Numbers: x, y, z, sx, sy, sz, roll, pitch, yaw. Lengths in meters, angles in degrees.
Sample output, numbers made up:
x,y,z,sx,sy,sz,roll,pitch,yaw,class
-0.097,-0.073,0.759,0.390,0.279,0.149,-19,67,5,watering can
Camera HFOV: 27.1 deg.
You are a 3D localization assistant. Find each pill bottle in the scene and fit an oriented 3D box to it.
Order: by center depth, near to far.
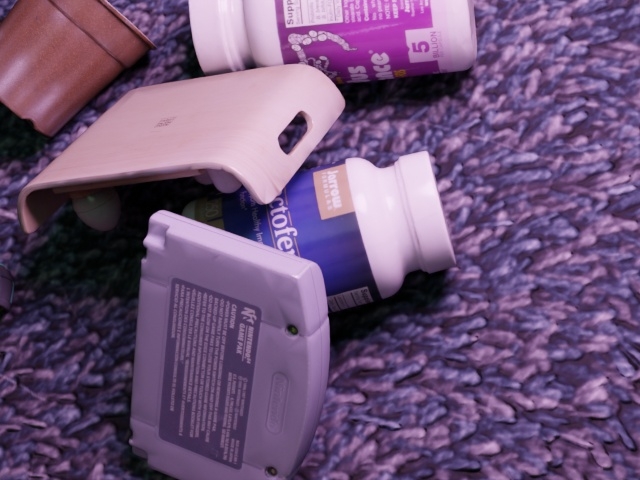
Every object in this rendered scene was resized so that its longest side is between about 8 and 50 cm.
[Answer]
x,y,z,sx,sy,sz,roll,pitch,yaw,class
0.000,0.000,1.383,0.265,0.153,0.153,-15,68,5,pill bottle
0.015,-0.255,1.464,0.302,0.169,0.169,-5,69,10,pill bottle

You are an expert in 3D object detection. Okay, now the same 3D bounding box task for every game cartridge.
x,y,z,sx,sy,sz,roll,pitch,yaw,class
-0.090,0.127,1.314,0.196,0.294,0.060,22,33,20,game cartridge

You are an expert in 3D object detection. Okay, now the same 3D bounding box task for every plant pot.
x,y,z,sx,sy,sz,roll,pitch,yaw,class
-0.304,-0.217,1.527,0.167,0.167,0.165,41,90,22,plant pot

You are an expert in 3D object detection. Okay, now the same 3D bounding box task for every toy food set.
x,y,z,sx,sy,sz,roll,pitch,yaw,class
-0.146,-0.086,1.396,0.306,0.092,0.219,-5,30,29,toy food set

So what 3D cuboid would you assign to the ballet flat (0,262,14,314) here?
x,y,z,sx,sy,sz,roll,pitch,yaw,class
-0.438,0.088,1.486,0.203,0.074,0.074,-20,68,2,ballet flat
